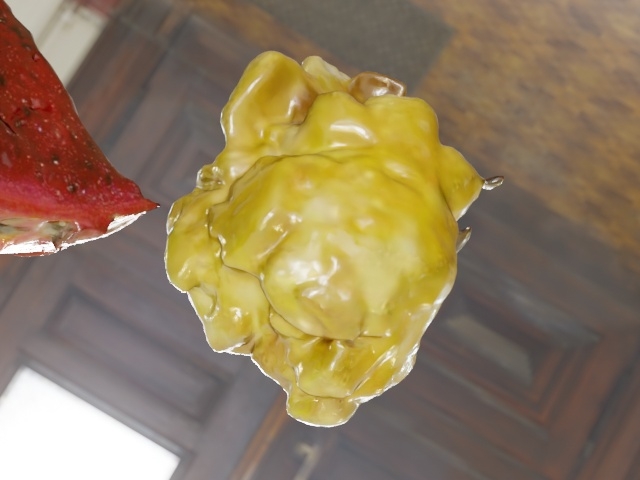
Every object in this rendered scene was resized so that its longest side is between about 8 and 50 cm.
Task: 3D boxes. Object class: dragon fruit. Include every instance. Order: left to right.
[{"bbox_3d":[-0.254,-0.069,0.916,0.134,0.211,0.262,-40,81,34],"label":"dragon fruit"}]

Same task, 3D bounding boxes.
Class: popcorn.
[{"bbox_3d":[-0.002,-0.004,1.109,0.191,0.253,0.190,28,148,-1],"label":"popcorn"}]
